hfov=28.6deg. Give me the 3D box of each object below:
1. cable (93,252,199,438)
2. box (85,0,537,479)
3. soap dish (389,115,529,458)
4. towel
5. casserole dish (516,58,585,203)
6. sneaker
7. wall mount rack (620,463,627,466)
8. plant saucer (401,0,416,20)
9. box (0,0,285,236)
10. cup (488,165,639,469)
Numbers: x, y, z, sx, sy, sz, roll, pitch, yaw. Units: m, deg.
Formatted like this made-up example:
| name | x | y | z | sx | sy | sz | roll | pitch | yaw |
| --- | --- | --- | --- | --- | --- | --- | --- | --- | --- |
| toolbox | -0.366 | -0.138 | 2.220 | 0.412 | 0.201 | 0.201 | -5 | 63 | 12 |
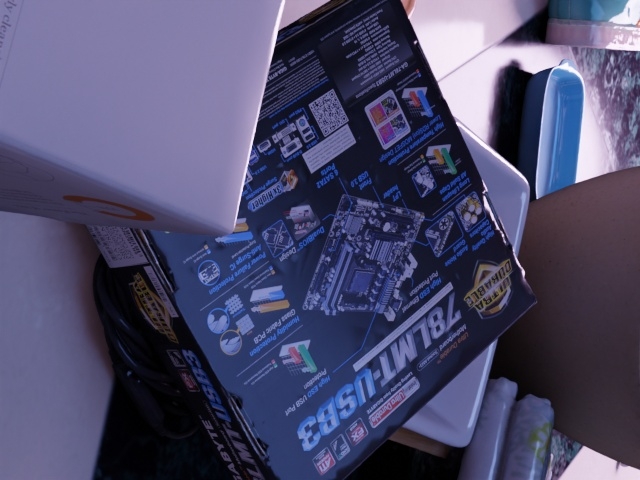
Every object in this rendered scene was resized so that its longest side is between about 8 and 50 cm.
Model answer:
| name | x | y | z | sx | sy | sz | roll | pitch | yaw |
| --- | --- | --- | --- | --- | --- | --- | --- | --- | --- |
| cable | -0.104 | 0.048 | 0.941 | 0.150 | 0.047 | 0.184 | -52 | 133 | -35 |
| box | 0.000 | 0.000 | 0.929 | 0.295 | 0.073 | 0.293 | -37 | 109 | -32 |
| soap dish | 0.076 | 0.034 | 1.138 | 0.229 | 0.118 | 0.291 | 29 | 71 | -53 |
| towel | 0.159 | 0.348 | 1.260 | 0.320 | 0.090 | 0.374 | 64 | 40 | -67 |
| casserole dish | 0.264 | -0.116 | 1.453 | 0.114 | 0.037 | 0.188 | 3 | 93 | -55 |
| sneaker | 0.373 | -0.293 | 1.515 | 0.302 | 0.108 | 0.121 | -12 | 110 | -52 |
| wall mount rack | 0.469 | 0.146 | 1.725 | 0.350 | 0.130 | 0.304 | 38 | 61 | -51 |
| plant saucer | 0.068 | -0.234 | 1.171 | 0.083 | 0.013 | 0.083 | -12 | 105 | -54 |
| box | -0.207 | -0.130 | 0.616 | 0.345 | 0.215 | 0.168 | 25 | 75 | -55 |
| cup | 0.290 | 0.073 | 1.344 | 0.331 | 0.237 | 0.331 | -11 | 103 | -56 |
